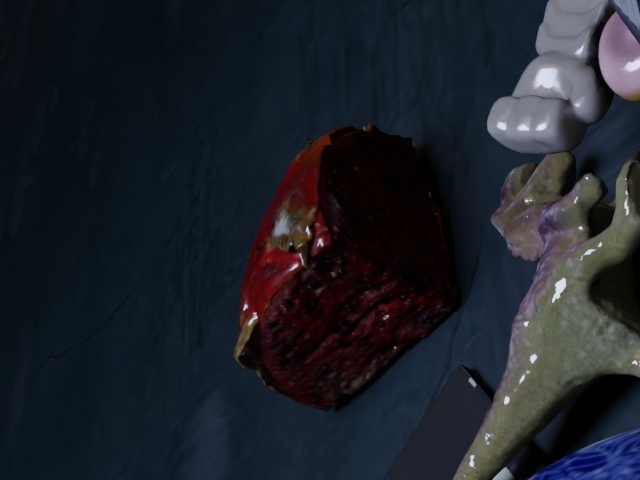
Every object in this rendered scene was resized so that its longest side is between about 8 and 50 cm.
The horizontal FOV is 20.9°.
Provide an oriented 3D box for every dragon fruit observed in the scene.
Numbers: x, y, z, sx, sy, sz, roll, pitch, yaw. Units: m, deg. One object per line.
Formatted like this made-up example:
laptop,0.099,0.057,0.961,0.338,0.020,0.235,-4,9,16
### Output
dragon fruit,-0.001,0.001,1.007,0.120,0.127,0.161,-37,38,28

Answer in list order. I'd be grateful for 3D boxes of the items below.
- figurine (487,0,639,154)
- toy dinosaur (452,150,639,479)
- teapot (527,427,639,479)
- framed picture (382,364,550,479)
figurine,0.190,-0.159,0.785,0.308,0.143,0.308,-168,90,-73
toy dinosaur,0.113,0.054,0.832,0.200,0.072,0.251,-26,51,58
teapot,0.157,0.158,0.504,0.280,0.252,0.424,-32,1,-22
framed picture,0.030,0.247,0.857,0.323,0.013,0.244,-57,29,11
